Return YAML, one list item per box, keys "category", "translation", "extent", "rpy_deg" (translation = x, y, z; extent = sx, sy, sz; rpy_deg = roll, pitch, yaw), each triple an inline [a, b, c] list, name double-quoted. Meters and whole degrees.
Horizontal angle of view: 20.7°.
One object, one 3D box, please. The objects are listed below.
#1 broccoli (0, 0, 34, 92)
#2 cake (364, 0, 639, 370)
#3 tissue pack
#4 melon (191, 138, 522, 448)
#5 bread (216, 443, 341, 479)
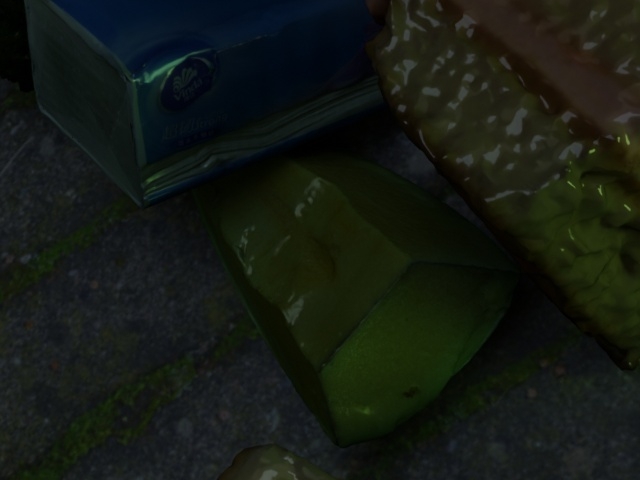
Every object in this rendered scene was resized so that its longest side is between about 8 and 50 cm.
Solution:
- category: "broccoli"
  translation: [-0.210, -0.293, 1.551]
  extent: [0.283, 0.304, 0.321]
  rpy_deg: [12, 76, -6]
- category: "cake"
  translation: [0.218, -0.127, 1.271]
  extent: [0.307, 0.314, 0.293]
  rpy_deg: [-42, 59, 4]
- category: "tissue pack"
  translation: [-0.080, -0.164, 1.416]
  extent: [0.263, 0.146, 0.198]
  rpy_deg: [-23, 41, -25]
- category: "melon"
  translation: [0.000, 0.000, 1.416]
  extent: [0.196, 0.124, 0.323]
  rpy_deg: [-44, 48, 3]
- category: "bread"
  translation: [0.035, 0.368, 1.118]
  extent: [0.279, 0.371, 0.390]
  rpy_deg: [22, 76, 32]
